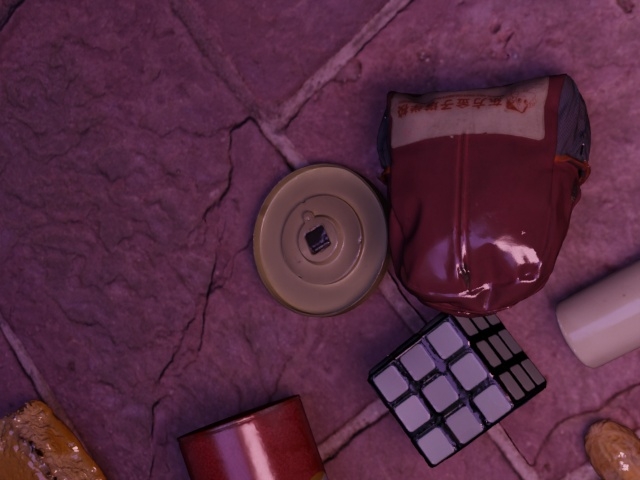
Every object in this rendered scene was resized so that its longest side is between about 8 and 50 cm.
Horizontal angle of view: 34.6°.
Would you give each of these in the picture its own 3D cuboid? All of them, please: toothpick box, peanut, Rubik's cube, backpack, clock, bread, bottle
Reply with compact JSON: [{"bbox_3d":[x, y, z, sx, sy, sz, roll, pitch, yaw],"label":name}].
[{"bbox_3d":[-0.071,0.424,1.558,0.204,0.204,0.333,-22,83,26],"label":"toothpick box"},{"bbox_3d":[0.421,0.313,1.370,0.174,0.080,0.080,45,111,18],"label":"peanut"},{"bbox_3d":[0.191,0.194,1.432,0.160,0.162,0.163,-42,77,23],"label":"Rubik's cube"},{"bbox_3d":[0.214,-0.052,1.360,0.283,0.197,0.317,-5,68,25],"label":"backpack"},{"bbox_3d":[0.000,0.000,1.566,0.234,0.029,0.235,-3,83,27],"label":"clock"},{"bbox_3d":[-0.492,0.410,1.814,0.245,0.121,0.174,44,119,13],"label":"bread"},{"bbox_3d":[0.434,0.071,1.333,0.245,0.104,0.104,-33,79,25],"label":"bottle"}]
